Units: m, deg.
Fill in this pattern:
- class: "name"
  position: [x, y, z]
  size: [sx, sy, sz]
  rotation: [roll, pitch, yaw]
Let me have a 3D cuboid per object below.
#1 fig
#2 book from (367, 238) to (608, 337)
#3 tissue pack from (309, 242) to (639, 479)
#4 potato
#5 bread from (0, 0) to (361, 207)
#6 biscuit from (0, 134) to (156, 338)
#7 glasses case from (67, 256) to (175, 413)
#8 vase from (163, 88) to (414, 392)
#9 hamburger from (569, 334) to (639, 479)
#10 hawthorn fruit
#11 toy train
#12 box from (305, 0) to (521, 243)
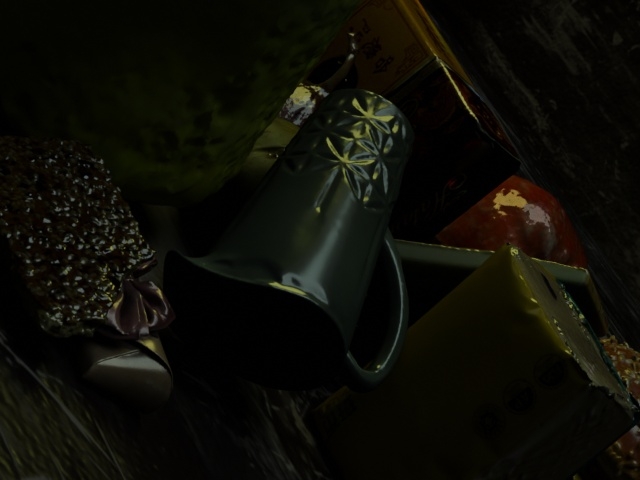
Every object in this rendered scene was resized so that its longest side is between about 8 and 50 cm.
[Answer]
- class: "fig"
  position: [-0.048, -0.121, 2.131]
  size: [0.149, 0.202, 0.148]
  rotation: [93, -13, -56]
- class: "book"
  position: [0.167, 0.051, 2.055]
  size: [0.389, 0.269, 0.032]
  rotation: [41, 58, -74]
- class: "tissue pack"
  position: [0.139, 0.160, 1.790]
  size: [0.134, 0.271, 0.192]
  rotation: [29, 25, -47]
- class: "potato"
  position: [-0.054, -0.044, 1.944]
  size: [0.137, 0.154, 0.200]
  rotation: [23, 22, -20]
- class: "bread"
  position: [-0.148, -0.233, 1.749]
  size: [0.348, 0.308, 0.348]
  rotation: [27, 38, -24]
- class: "biscuit"
  position: [-0.200, -0.009, 1.520]
  size: [0.131, 0.026, 0.237]
  rotation: [0, 38, -33]
- class: "glasses case"
  position: [-0.173, 0.036, 1.544]
  size: [0.102, 0.070, 0.193]
  rotation: [36, 21, -42]
- class: "vase"
  position: [0.000, 0.000, 1.757]
  size: [0.251, 0.156, 0.301]
  rotation: [46, 46, -21]
- class: "hamburger"
  position: [0.327, 0.256, 2.210]
  size: [0.291, 0.225, 0.291]
  rotation: [46, 18, -20]
- class: "hawthorn fruit"
  position: [0.191, 0.023, 2.411]
  size: [0.242, 0.242, 0.272]
  rotation: [37, -2, -42]
- class: "toy train"
  position: [0.054, 0.099, 2.082]
  size: [0.111, 0.071, 0.170]
  rotation: [47, 10, 24]
- class: "box"
  position: [0.038, -0.163, 2.278]
  size: [0.116, 0.264, 0.415]
  rotation: [38, 20, -46]
